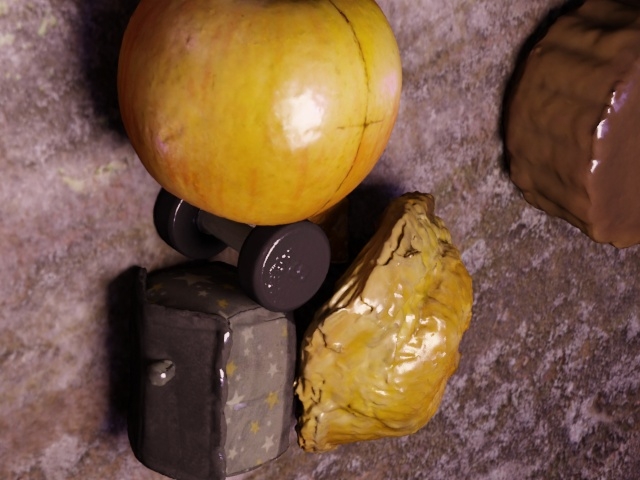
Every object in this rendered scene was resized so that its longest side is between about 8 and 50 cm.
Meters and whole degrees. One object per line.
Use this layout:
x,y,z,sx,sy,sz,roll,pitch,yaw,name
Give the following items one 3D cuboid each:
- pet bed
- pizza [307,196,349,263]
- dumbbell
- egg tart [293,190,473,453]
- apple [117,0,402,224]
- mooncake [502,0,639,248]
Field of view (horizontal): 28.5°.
-0.133,0.144,1.344,0.159,0.183,0.210,-12,117,-39,pet bed
0.000,0.000,1.498,0.123,0.026,0.108,-52,137,-11,pizza
-0.082,-0.004,1.309,0.100,0.191,0.100,-18,121,-33,dumbbell
0.090,0.101,1.454,0.339,0.153,0.351,-52,161,-52,egg tart
-0.056,-0.144,1.210,0.286,0.286,0.233,-13,126,-36,apple
0.389,-0.160,1.642,0.324,0.187,0.323,-20,125,-32,mooncake
